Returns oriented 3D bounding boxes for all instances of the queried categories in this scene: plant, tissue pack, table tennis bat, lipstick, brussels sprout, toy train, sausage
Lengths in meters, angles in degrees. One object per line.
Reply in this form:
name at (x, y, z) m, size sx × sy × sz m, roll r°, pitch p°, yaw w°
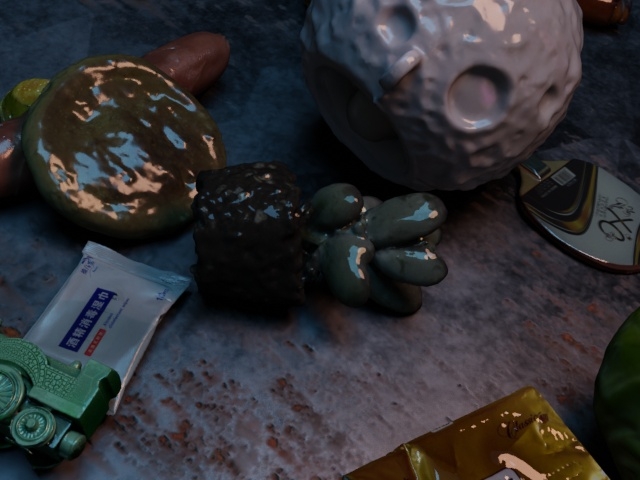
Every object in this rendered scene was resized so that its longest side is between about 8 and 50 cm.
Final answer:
plant at (-0.001, -0.002, 0.919) m, size 0.274 × 0.146 × 0.149 m, roll 7°, pitch 44°, yaw -6°
tissue pack at (-0.223, 0.087, 0.870) m, size 0.122 × 0.026 × 0.193 m, roll 19°, pitch 47°, yaw 6°
table tennis bat at (0.315, -0.067, 1.140) m, size 0.173 × 0.022 × 0.301 m, roll -32°, pitch 63°, yaw -35°
lipstick at (0.309, -0.434, 1.443) m, size 0.418 × 0.077 × 0.077 m, roll 16°, pitch 46°, yaw 0°
brussels sprout at (0.367, 0.161, 0.796) m, size 0.244 × 0.244 × 0.244 m, roll 6°, pitch 46°, yaw -7°
tissue pack at (0.145, 0.251, 0.756) m, size 0.226 × 0.092 × 0.183 m, roll -16°, pitch 52°, yaw -28°
toy train at (-0.276, 0.130, 0.775) m, size 0.178 × 0.071 × 0.105 m, roll 22°, pitch 60°, yaw 13°
sausage at (-0.265, -0.154, 1.048) m, size 0.088 × 0.088 × 0.433 m, roll 37°, pitch 51°, yaw 21°

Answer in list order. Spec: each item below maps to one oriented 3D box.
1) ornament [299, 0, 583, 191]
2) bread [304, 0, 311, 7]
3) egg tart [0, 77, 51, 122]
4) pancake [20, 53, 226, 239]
ornament at (0.150, -0.231, 1.033) m, size 0.336 × 0.337 × 0.337 m, roll 6°, pitch 46°, yaw -7°
bread at (0.069, -0.376, 1.292) m, size 0.148 × 0.143 × 0.158 m, roll -7°, pitch 46°, yaw -19°
egg tart at (-0.348, -0.170, 1.076) m, size 0.105 × 0.039 × 0.105 m, roll 6°, pitch 49°, yaw -7°
pancake at (-0.214, -0.115, 0.982) m, size 0.241 × 0.050 × 0.242 m, roll 15°, pitch 61°, yaw -29°
